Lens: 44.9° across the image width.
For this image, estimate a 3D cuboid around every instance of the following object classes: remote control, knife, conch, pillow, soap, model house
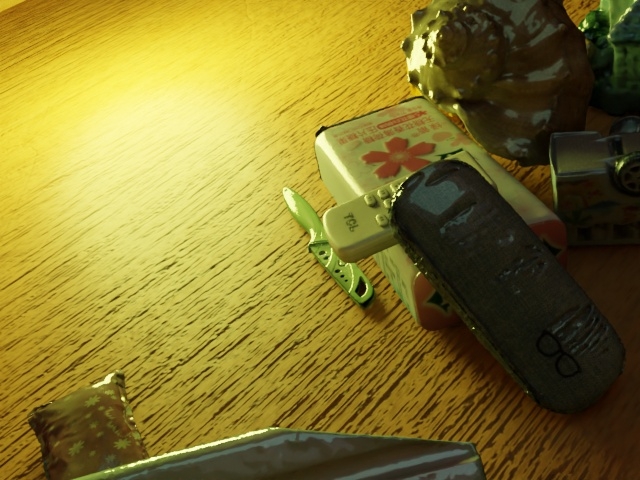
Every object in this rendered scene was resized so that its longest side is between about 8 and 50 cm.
[{"bbox_3d":[0.095,-0.038,0.861,0.190,0.029,0.087,-23,37,1],"label":"remote control"},{"bbox_3d":[0.000,0.002,1.024,0.043,0.019,0.293,-22,38,-14],"label":"knife"},{"bbox_3d":[0.262,-0.218,1.009,0.324,0.186,0.263,-4,65,-36],"label":"conch"},{"bbox_3d":[-0.241,0.212,0.808,0.118,0.043,0.185,-23,38,-16],"label":"pillow"},{"bbox_3d":[-0.040,0.252,0.573,0.347,0.115,0.208,-15,67,-1],"label":"soap"},{"bbox_3d":[0.489,-0.395,1.131,0.252,0.329,0.295,17,45,30],"label":"model house"}]

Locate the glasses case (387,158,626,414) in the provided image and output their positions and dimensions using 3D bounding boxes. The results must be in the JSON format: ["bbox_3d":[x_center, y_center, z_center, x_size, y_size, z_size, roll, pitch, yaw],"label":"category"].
[{"bbox_3d":[0.180,0.042,0.763,0.109,0.067,0.282,-37,82,-10],"label":"glasses case"}]

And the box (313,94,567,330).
[{"bbox_3d":[0.131,-0.057,0.983,0.190,0.112,0.369,-20,38,-9],"label":"box"}]

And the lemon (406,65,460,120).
[{"bbox_3d":[0.205,-0.256,1.194,0.142,0.142,0.187,-14,42,1],"label":"lemon"}]

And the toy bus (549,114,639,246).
[{"bbox_3d":[0.432,-0.068,0.878,0.330,0.135,0.109,-2,37,15],"label":"toy bus"}]
